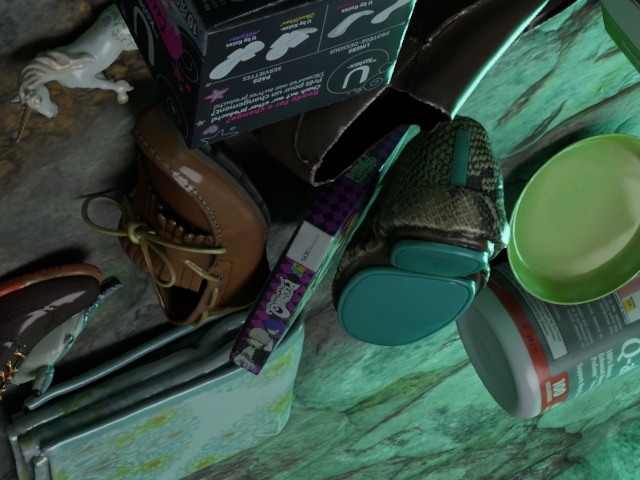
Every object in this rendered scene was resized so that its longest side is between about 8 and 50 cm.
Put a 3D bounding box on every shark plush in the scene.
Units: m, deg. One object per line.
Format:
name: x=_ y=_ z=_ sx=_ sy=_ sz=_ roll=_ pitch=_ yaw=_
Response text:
shark plush: x=-0.282 y=0.092 z=1.699 sx=0.161 sy=0.073 sz=0.067 roll=-54 pitch=172 yaw=5

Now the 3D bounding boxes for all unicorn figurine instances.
unicorn figurine: x=-0.185 y=-0.147 z=1.312 sx=0.162 sy=0.060 sz=0.111 roll=-52 pitch=151 yaw=9

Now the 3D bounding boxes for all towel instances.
towel: x=-0.199 y=0.214 z=1.953 sx=0.374 sy=0.090 sz=0.320 roll=-22 pitch=158 yaw=-17

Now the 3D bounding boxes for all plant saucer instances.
plant saucer: x=0.335 y=-0.032 z=2.013 sx=0.241 sy=0.037 sz=0.241 roll=-11 pitch=121 yaw=-18

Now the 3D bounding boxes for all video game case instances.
video game case: x=0.000 y=0.000 z=1.640 sx=0.210 sy=0.042 sz=0.232 roll=-62 pitch=176 yaw=38

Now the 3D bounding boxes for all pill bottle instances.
pill bottle: x=0.383 y=0.080 z=2.179 sx=0.363 sy=0.210 sz=0.210 roll=-24 pitch=155 yaw=-12

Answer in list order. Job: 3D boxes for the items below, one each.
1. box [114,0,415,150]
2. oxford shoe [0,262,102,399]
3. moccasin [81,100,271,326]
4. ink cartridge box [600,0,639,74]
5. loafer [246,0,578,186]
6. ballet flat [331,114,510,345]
box: x=-0.064 y=-0.212 z=1.075 sx=0.163 sy=0.247 sz=0.142 roll=-20 pitch=155 yaw=-19
oxford shoe: x=-0.327 y=0.118 z=1.603 sx=0.271 sy=0.098 sz=0.097 roll=-32 pitch=156 yaw=5
moccasin: x=-0.137 y=-0.013 z=1.539 sx=0.147 sy=0.139 sz=0.380 roll=-34 pitch=166 yaw=-12
ink cartridge box: x=0.373 y=-0.291 z=1.541 sx=0.198 sy=0.115 sz=0.273 roll=-30 pitch=151 yaw=0
loafer: x=0.106 y=-0.162 z=1.500 sx=0.366 sy=0.130 sz=0.134 roll=-32 pitch=156 yaw=5
ballet flat: x=0.115 y=-0.017 z=1.719 sx=0.164 sy=0.182 sz=0.483 roll=10 pitch=164 yaw=-3
